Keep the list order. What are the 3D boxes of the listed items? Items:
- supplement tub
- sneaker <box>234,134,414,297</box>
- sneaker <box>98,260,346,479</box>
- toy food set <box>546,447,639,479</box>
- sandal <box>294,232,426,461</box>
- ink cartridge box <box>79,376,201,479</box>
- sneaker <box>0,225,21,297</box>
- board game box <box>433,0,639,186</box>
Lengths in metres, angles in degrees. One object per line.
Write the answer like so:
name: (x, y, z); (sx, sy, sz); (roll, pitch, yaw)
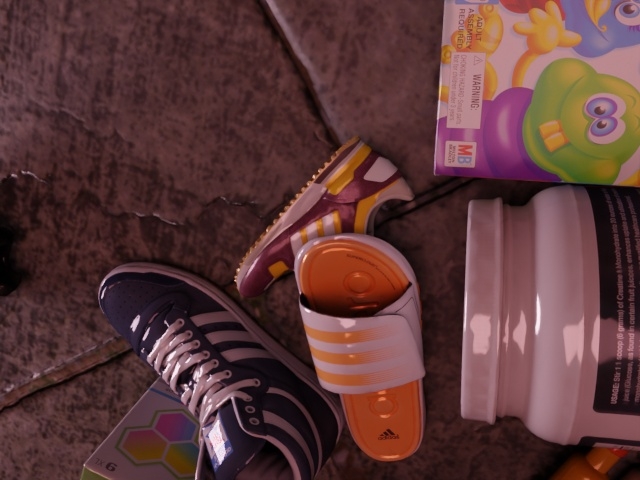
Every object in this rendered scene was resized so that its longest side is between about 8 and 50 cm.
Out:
supplement tub: (0.243, 0.055, 0.479); (0.272, 0.191, 0.191); (2, 107, 13)
sneaker: (0.000, 0.000, 0.588); (0.084, 0.069, 0.185); (41, 114, -1)
sneaker: (-0.108, 0.129, 0.608); (0.282, 0.153, 0.099); (35, 111, 1)
toy food set: (0.306, 0.277, 0.561); (0.232, 0.111, 0.104); (49, 117, 38)
sandal: (0.049, 0.116, 0.580); (0.102, 0.076, 0.265); (-11, 118, 10)
ink cartridge box: (-0.153, 0.221, 0.618); (0.109, 0.209, 0.062); (24, 113, 5)
sneaker: (-0.356, -0.010, 0.676); (0.075, 0.063, 0.170); (-7, 110, 16)
board game box: (0.225, -0.118, 0.455); (0.275, 0.142, 0.144); (4, 108, 13)
